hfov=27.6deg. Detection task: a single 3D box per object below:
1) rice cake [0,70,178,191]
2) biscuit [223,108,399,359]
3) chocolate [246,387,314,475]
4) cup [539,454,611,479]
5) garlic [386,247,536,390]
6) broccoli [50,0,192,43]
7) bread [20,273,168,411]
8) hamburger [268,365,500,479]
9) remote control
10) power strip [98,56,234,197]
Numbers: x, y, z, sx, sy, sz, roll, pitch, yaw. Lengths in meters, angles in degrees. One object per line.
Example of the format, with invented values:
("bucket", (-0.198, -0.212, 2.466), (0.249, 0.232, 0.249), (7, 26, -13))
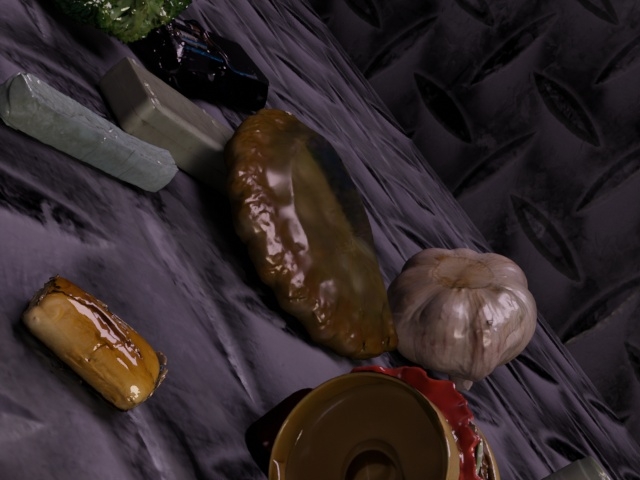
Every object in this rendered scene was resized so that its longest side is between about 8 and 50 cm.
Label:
("rice cake", (-0.217, -0.099, 1.222), (0.042, 0.045, 0.245), (59, 14, 27))
("biscuit", (0.000, 0.000, 1.544), (0.335, 0.078, 0.329), (52, 23, -28))
("chocolate", (0.017, 0.187, 1.120), (0.148, 0.080, 0.125), (48, 12, -2))
("cup", (0.279, 0.319, 1.526), (0.120, 0.141, 0.120), (48, 10, -11))
("garlic", (0.190, 0.132, 1.789), (0.218, 0.219, 0.212), (-113, -162, -55))
("broccoli", (-0.243, -0.372, 1.539), (0.294, 0.245, 0.265), (13, 51, -31))
("bread", (-0.156, 0.071, 0.908), (0.106, 0.053, 0.072), (42, 10, -11))
("hamburger", (0.054, 0.180, 0.955), (0.137, 0.175, 0.175), (38, 17, -53))
("remote control", (-0.169, -0.264, 1.879), (0.144, 0.062, 0.399), (51, 12, 9))
("power strip", (-0.145, -0.118, 1.532), (0.288, 0.053, 0.093), (34, 19, -54))
